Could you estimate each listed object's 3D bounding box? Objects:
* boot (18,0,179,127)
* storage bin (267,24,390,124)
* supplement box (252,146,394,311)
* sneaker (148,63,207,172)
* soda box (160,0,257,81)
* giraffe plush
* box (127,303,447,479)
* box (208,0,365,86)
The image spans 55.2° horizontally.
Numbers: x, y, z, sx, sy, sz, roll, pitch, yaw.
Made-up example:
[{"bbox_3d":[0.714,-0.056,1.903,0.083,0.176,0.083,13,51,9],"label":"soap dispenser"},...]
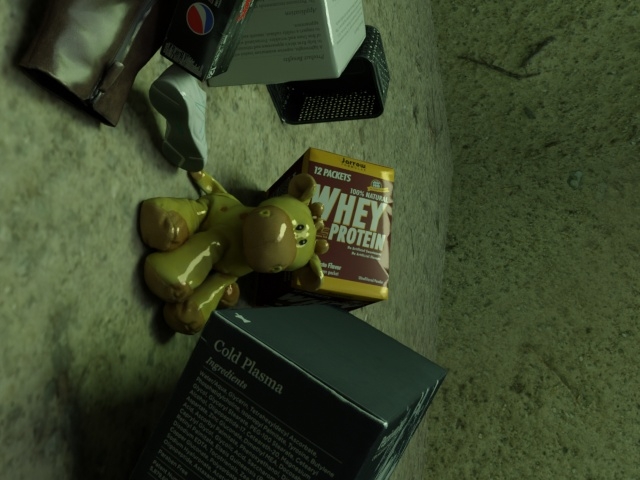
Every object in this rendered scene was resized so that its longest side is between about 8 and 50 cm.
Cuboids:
[{"bbox_3d":[-0.186,-0.212,0.614,0.248,0.090,0.206,32,72,-72],"label":"boot"},{"bbox_3d":[0.013,-0.266,0.995,0.122,0.180,0.084,67,28,-48],"label":"storage bin"},{"bbox_3d":[0.000,0.000,0.879,0.194,0.129,0.191,147,-49,-63],"label":"supplement box"},{"bbox_3d":[-0.144,-0.133,0.672,0.152,0.054,0.061,99,9,-58],"label":"sneaker"},{"bbox_3d":[-0.089,-0.238,0.573,0.169,0.053,0.060,-57,179,30],"label":"soda box"},{"bbox_3d":[-0.083,0.003,0.718,0.210,0.171,0.181,-65,148,-52],"label":"giraffe plush"},{"bbox_3d":[-0.035,0.245,0.648,0.312,0.179,0.343,-63,161,5],"label":"box"},{"bbox_3d":[-0.049,-0.295,0.816,0.182,0.181,0.119,-66,150,-52],"label":"box"}]
